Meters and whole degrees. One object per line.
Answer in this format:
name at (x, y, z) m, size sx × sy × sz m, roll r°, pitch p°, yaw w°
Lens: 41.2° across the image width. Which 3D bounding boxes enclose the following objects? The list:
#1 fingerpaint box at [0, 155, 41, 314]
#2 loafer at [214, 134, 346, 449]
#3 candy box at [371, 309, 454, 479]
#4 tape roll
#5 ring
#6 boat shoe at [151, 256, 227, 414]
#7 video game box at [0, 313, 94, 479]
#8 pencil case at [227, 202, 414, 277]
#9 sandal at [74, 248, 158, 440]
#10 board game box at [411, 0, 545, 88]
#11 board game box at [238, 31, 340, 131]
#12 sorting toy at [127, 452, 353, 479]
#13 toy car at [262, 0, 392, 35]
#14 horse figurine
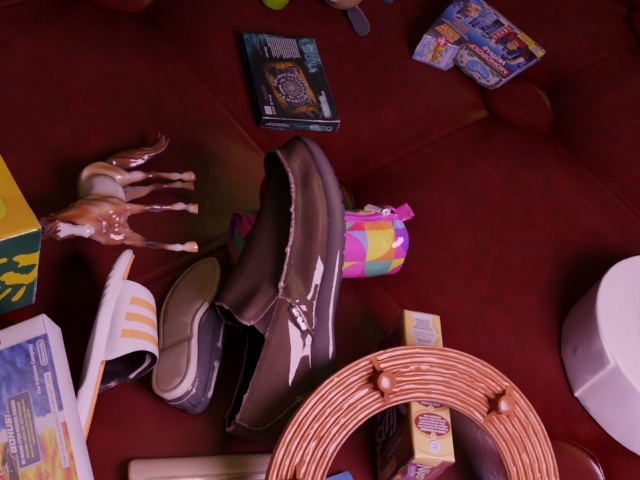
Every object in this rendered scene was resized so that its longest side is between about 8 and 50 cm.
fingerpaint box at (-0.563, -0.081, 0.898) m, size 0.371 × 0.163 × 0.445 m, roll -21°, pitch 64°, yaw -34°
loafer at (-0.050, 0.057, 0.947) m, size 0.130 × 0.134 × 0.366 m, roll 3°, pitch 78°, yaw -15°
candy box at (0.104, 0.188, 0.992) m, size 0.053 × 0.109 × 0.186 m, roll 10°, pitch 51°, yaw -15°
tape roll at (0.478, 0.161, 1.168) m, size 0.286 × 0.100 × 0.286 m, roll 11°, pitch 52°, yaw -14°
ring at (0.104, 0.275, 0.869) m, size 0.336 × 0.032 × 0.336 m, roll 2°, pitch 83°, yaw -18°
boat shoe at (-0.145, 0.110, 1.000) m, size 0.065 × 0.075 × 0.206 m, roll 53°, pitch 29°, yaw -37°
video game box at (-0.324, 0.194, 0.810) m, size 0.187 × 0.048 × 0.205 m, roll -23°, pitch 61°, yaw -1°
pencil case at (0.000, 0.000, 1.103) m, size 0.236 × 0.104 × 0.104 m, roll -6°, pitch 57°, yaw -24°
sandal at (-0.217, 0.139, 0.918) m, size 0.076 × 0.102 × 0.265 m, roll 14°, pitch 59°, yaw -13°
board game box at (0.262, -0.340, 1.493) m, size 0.194 × 0.060 × 0.194 m, roll 45°, pitch 52°, yaw 14°
board game box at (-0.050, -0.247, 1.319) m, size 0.126 × 0.026 × 0.186 m, roll 1°, pitch 54°, yaw -22°
sorting toy at (-0.101, 0.304, 0.862) m, size 0.348 × 0.047 × 0.196 m, roll 2°, pitch 54°, yaw -20°
toy car at (0.023, -0.426, 1.416) m, size 0.188 × 0.155 × 0.149 m, roll 38°, pitch 49°, yaw -7°
horse figurine at (-0.239, -0.052, 1.038) m, size 0.174 × 0.066 × 0.263 m, roll 1°, pitch 31°, yaw -10°
